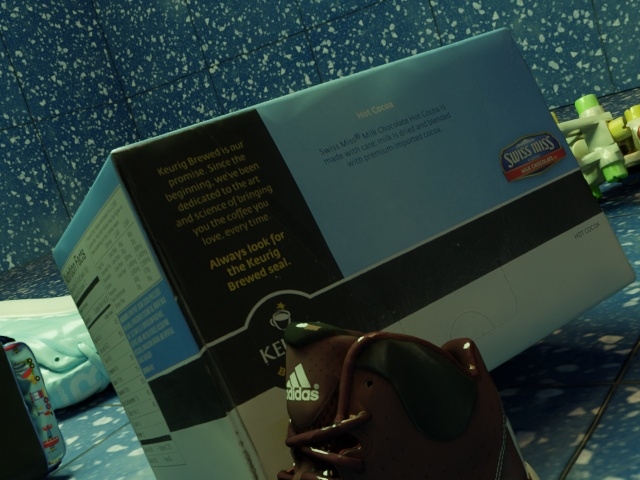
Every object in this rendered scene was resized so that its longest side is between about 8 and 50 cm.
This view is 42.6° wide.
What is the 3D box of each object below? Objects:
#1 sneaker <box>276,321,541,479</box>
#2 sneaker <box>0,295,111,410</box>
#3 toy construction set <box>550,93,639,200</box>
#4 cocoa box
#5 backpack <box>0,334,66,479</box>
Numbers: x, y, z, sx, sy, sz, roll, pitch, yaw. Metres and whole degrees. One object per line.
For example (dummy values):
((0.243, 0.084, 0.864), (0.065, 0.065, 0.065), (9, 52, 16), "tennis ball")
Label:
((-0.019, 0.129, 0.404), (0.281, 0.162, 0.106), (-22, 11, -28), "sneaker")
((-0.277, 0.145, 1.004), (0.366, 0.135, 0.150), (-12, 41, 3), "sneaker")
((0.461, -0.145, 1.123), (0.328, 0.151, 0.215), (-7, -12, 16), "toy construction set")
((0.013, 0.018, 0.635), (0.347, 0.227, 0.231), (-24, -5, -31), "cocoa box")
((-0.345, 0.180, 0.766), (0.173, 0.158, 0.117), (-25, -4, 33), "backpack")
